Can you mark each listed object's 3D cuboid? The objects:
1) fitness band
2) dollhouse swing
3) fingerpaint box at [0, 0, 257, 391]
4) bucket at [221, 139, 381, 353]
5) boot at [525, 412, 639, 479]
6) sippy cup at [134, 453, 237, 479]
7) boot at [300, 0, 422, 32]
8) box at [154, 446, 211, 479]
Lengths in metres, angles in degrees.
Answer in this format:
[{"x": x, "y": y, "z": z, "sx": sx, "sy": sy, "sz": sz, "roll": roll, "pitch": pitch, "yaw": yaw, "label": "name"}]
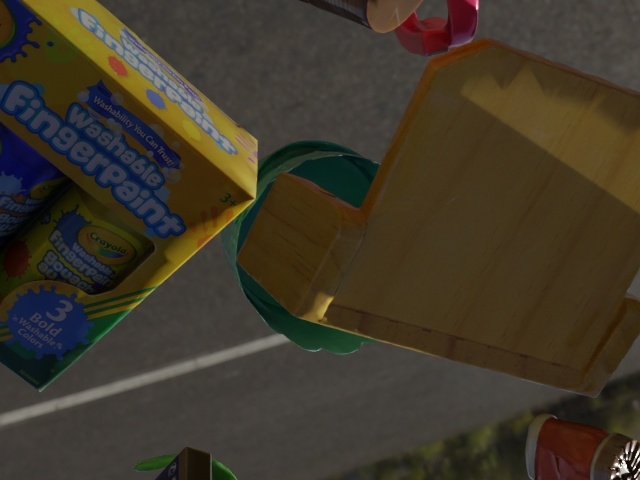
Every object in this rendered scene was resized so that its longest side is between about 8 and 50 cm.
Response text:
[{"x": 0.103, "y": -0.298, "z": 1.464, "sx": 0.054, "sy": 0.209, "sz": 0.291, "roll": -11, "pitch": -167, "yaw": -6, "label": "fitness band"}, {"x": 0.150, "y": -0.042, "z": 1.443, "sx": 0.346, "sy": 0.305, "sz": 0.315, "roll": 16, "pitch": -172, "yaw": -21, "label": "dollhouse swing"}, {"x": -0.353, "y": -0.100, "z": 1.590, "sx": 0.371, "sy": 0.445, "sz": 0.163, "roll": -40, "pitch": -157, "yaw": 20, "label": "fingerpaint box"}, {"x": 0.000, "y": 0.000, "z": 1.927, "sx": 0.281, "sy": 0.281, "sz": 0.183, "roll": -15, "pitch": -164, "yaw": -13, "label": "bucket"}, {"x": 0.195, "y": 0.187, "z": 1.039, "sx": 0.084, "sy": 0.158, "sz": 0.059, "roll": 18, "pitch": -131, "yaw": 37, "label": "boot"}, {"x": -0.176, "y": 0.437, "z": 1.765, "sx": 0.224, "sy": 0.305, "sz": 0.240, "roll": 1, "pitch": 135, "yaw": -46, "label": "sippy cup"}, {"x": 0.061, "y": -0.321, "z": 1.260, "sx": 0.283, "sy": 0.220, "sz": 0.109, "roll": -49, "pitch": 142, "yaw": -4, "label": "boot"}, {"x": -0.179, "y": 0.331, "z": 1.492, "sx": 0.036, "sy": 0.136, "sz": 0.225, "roll": 19, "pitch": 134, "yaw": -24, "label": "box"}]
